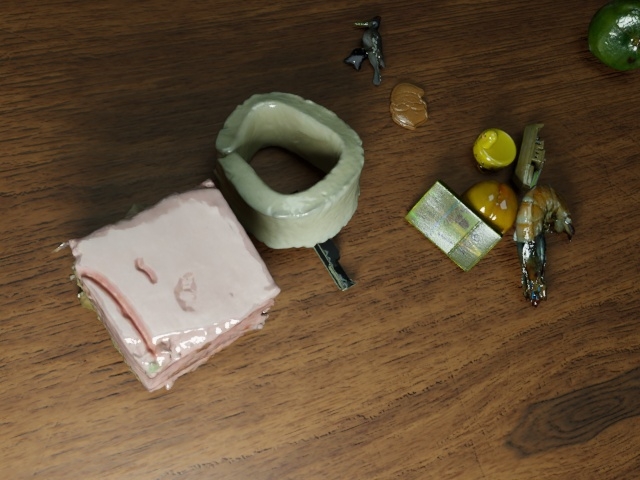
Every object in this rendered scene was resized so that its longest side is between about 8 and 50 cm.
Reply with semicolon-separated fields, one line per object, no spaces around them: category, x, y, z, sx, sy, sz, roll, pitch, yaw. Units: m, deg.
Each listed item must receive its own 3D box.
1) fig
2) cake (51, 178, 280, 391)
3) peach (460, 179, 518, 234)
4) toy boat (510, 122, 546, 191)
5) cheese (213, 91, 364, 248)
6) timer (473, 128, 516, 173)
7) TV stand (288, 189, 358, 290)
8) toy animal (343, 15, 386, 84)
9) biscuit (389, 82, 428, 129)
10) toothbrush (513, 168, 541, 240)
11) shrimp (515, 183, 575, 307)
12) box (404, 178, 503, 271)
fig;0.857;-0.597;1.869;0.203;0.203;0.235;31;41;-2
cake;-0.261;0.089;1.224;0.314;0.307;0.293;-33;82;-23
peach;0.395;-0.078;1.562;0.138;0.138;0.138;5;68;-13
toy boat;0.533;-0.214;1.681;0.072;0.064;0.206;18;63;6
cheese;-0.077;-0.155;1.418;0.332;0.153;0.292;39;63;22
timer;0.431;-0.228;1.639;0.107;0.109;0.107;5;68;-13
TV stand;0.000;0.000;1.473;0.036;0.042;0.249;-28;78;-20
toy animal;0.128;-0.499;1.700;0.105;0.070;0.203;21;62;-20
biscuit;0.222;-0.339;1.676;0.102;0.019;0.131;5;69;-12
toothbrush;0.522;-0.111;1.663;0.022;0.026;0.263;20;65;11
shrimp;0.537;0.011;1.583;0.222;0.054;0.291;-1;92;-42
box;0.305;-0.033;1.529;0.193;0.121;0.030;42;30;5
